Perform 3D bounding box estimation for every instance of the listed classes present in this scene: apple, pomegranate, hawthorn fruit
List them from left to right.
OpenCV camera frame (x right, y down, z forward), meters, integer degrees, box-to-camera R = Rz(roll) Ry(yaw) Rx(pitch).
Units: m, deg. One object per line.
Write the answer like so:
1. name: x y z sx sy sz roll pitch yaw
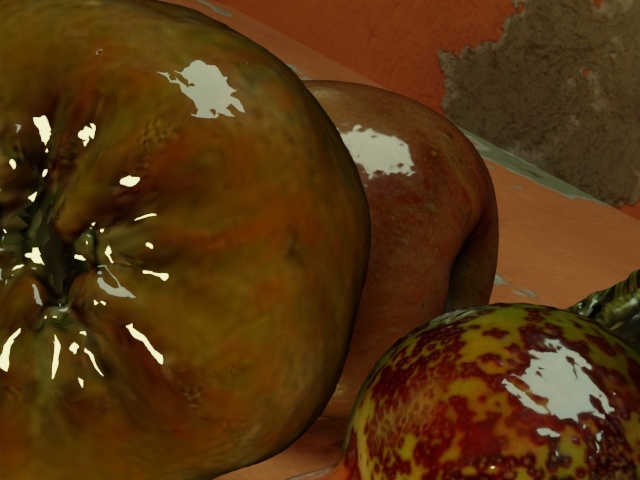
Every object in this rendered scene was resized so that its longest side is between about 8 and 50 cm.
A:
1. hawthorn fruit: -0.099 0.007 0.885 0.267 0.268 0.301 24 7 8
2. apple: 0.000 0.000 1.164 0.253 0.254 0.253 22 12 -5
3. pomegranate: 0.059 0.134 0.809 0.247 0.214 0.214 -6 20 -12

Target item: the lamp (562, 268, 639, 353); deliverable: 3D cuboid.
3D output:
1. lamp: 0.215 0.130 0.989 0.247 0.247 0.247 22 12 -5
